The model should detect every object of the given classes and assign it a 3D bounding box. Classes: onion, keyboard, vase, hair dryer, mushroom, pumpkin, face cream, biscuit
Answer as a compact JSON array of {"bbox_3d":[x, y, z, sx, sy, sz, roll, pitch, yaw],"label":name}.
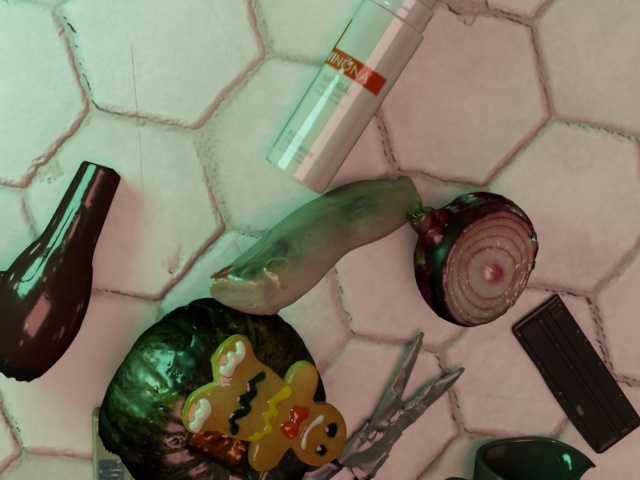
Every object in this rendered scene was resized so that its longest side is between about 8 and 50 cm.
[{"bbox_3d":[0.191,0.007,1.589,0.218,0.140,0.195,30,97,-28],"label":"onion"},{"bbox_3d":[0.438,0.256,1.767,0.103,0.041,0.381,-36,101,0],"label":"keyboard"},{"bbox_3d":[0.278,0.460,1.731,0.251,0.156,0.301,7,108,-15],"label":"vase"},{"bbox_3d":[-0.466,0.003,1.514,0.340,0.123,0.313,19,88,-4],"label":"hair dryer"},{"bbox_3d":[-0.001,-0.002,1.546,0.351,0.097,0.109,-32,65,-26],"label":"mushroom"},{"bbox_3d":[-0.138,0.235,1.553,0.320,0.192,0.321,-2,93,-28],"label":"pumpkin"},{"bbox_3d":[0.055,-0.232,1.540,0.102,0.102,0.346,30,96,-16],"label":"face cream"},{"bbox_3d":[-0.059,0.226,1.466,0.240,0.035,0.158,29,83,-27],"label":"biscuit"}]

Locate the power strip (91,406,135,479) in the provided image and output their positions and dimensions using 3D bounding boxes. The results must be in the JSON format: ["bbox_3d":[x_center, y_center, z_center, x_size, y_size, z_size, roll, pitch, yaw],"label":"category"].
[{"bbox_3d":[-0.284,0.402,1.657,0.106,0.043,0.368,-1,103,-11],"label":"power strip"}]

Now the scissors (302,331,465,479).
[{"bbox_3d":[0.072,0.312,1.709,0.256,0.029,0.383,34,97,-15],"label":"scissors"}]
